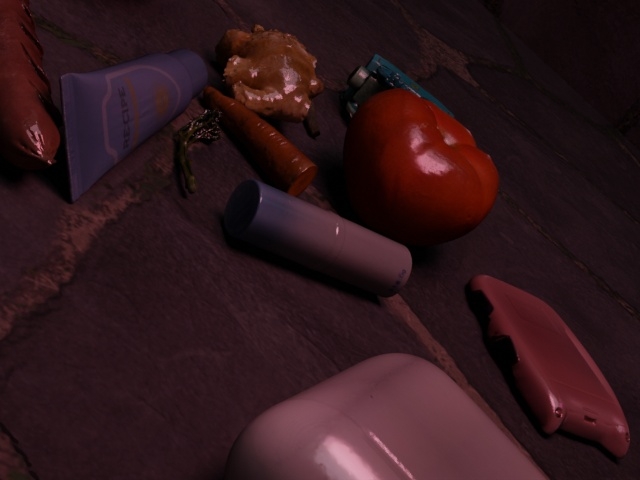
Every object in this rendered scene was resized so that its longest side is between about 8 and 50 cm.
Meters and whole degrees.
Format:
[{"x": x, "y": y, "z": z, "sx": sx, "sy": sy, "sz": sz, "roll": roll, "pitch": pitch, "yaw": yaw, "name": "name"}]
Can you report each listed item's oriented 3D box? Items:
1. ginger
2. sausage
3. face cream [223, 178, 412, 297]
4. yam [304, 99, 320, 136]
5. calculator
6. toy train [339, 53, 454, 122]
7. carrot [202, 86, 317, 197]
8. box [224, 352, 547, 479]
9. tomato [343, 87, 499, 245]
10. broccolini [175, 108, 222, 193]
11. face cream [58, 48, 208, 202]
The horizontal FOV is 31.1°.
[{"x": -0.079, "y": -0.254, "z": 1.724, "sx": 0.157, "sy": 0.102, "sz": 0.216, "roll": 1, "pitch": 44, "yaw": -16, "name": "ginger"}, {"x": -0.356, "y": -0.218, "z": 1.298, "sx": 0.088, "sy": 0.088, "sz": 0.433, "roll": 20, "pitch": 31, "yaw": -38, "name": "sausage"}, {"x": 0.000, "y": 0.000, "z": 1.439, "sx": 0.250, "sy": 0.077, "sz": 0.077, "roll": 23, "pitch": 30, "yaw": -35, "name": "face cream"}, {"x": -0.030, "y": -0.237, "z": 1.856, "sx": 0.027, "sy": 0.029, "sz": 0.234, "roll": -12, "pitch": 43, "yaw": -7, "name": "yam"}, {"x": 0.324, "y": 0.163, "z": 1.664, "sx": 0.220, "sy": 0.048, "sz": 0.329, "roll": 21, "pitch": 29, "yaw": -33, "name": "calculator"}, {"x": 0.132, "y": -0.223, "z": 1.959, "sx": 0.203, "sy": 0.112, "sz": 0.163, "roll": 40, "pitch": 19, "yaw": -7, "name": "toy train"}, {"x": -0.093, "y": -0.146, "z": 1.586, "sx": 0.209, "sy": 0.061, "sz": 0.061, "roll": 45, "pitch": 25, "yaw": 20, "name": "carrot"}, {"x": 0.082, "y": 0.248, "z": 1.069, "sx": 0.288, "sy": 0.141, "sz": 0.349, "roll": 48, "pitch": 25, "yaw": 13, "name": "box"}, {"x": 0.138, "y": -0.096, "z": 1.673, "sx": 0.260, "sy": 0.180, "sz": 0.260, "roll": 33, "pitch": 28, "yaw": -20, "name": "tomato"}, {"x": -0.163, "y": -0.112, "z": 1.461, "sx": 0.052, "sy": 0.054, "sz": 0.194, "roll": 8, "pitch": 35, "yaw": 2, "name": "broccolini"}, {"x": -0.224, "y": -0.164, "z": 1.376, "sx": 0.086, "sy": 0.135, "sz": 0.385, "roll": 3, "pitch": 19, "yaw": 12, "name": "face cream"}]
